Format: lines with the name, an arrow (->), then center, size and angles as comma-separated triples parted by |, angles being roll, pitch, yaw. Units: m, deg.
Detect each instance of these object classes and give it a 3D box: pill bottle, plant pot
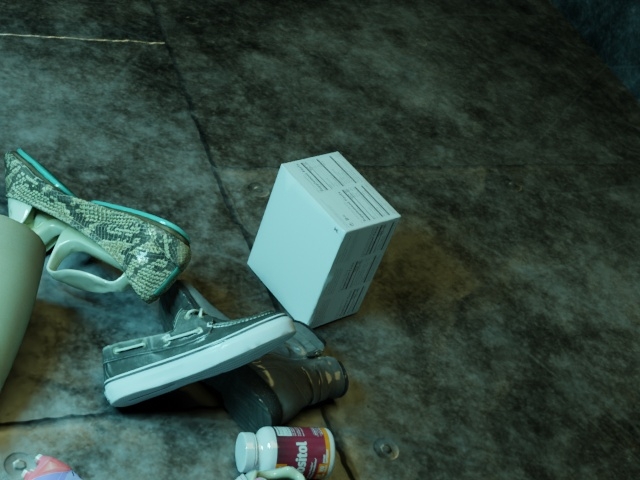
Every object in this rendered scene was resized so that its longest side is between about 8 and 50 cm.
pill bottle -> -0.058, 0.349, 1.716 | 0.151, 0.086, 0.086 | 4, 42, -20
plant pot -> -0.568, 0.130, 1.630 | 0.256, 0.256, 0.274 | 7, 58, -18

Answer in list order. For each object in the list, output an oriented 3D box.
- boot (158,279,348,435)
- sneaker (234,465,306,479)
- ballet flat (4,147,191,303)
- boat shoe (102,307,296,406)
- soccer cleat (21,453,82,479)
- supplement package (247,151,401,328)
boot -> -0.122, 0.186, 1.874 | 0.222, 0.118, 0.338 | -22, 67, -45
sneaker -> -0.120, 0.410, 1.595 | 0.252, 0.111, 0.103 | -22, 56, -41
ballet flat -> -0.448, -0.018, 1.884 | 0.482, 0.164, 0.182 | 25, 75, 30
boat shoe -> -0.209, 0.165, 1.705 | 0.335, 0.121, 0.119 | -20, 76, 4
soccer cleat -> -0.423, 0.407, 1.484 | 0.095, 0.083, 0.248 | 29, 36, 2
supplement package -> 0.000, 0.000, 2.008 | 0.145, 0.262, 0.204 | -16, 51, -39
